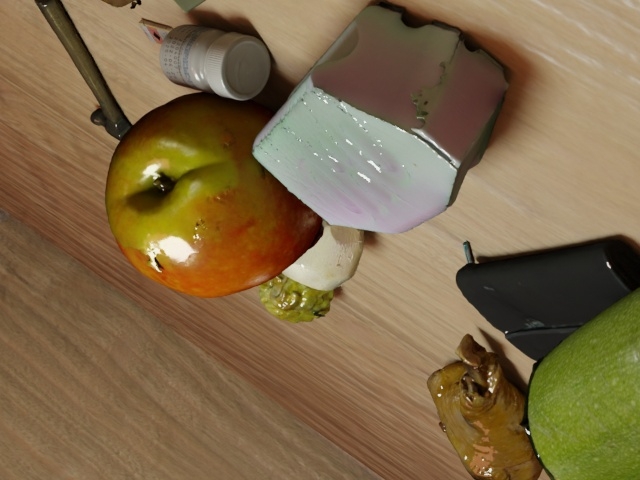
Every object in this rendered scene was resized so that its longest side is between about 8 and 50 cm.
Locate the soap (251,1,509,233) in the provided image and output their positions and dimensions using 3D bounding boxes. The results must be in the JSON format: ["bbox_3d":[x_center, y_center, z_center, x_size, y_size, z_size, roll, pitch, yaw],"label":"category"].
[{"bbox_3d":[0.084,-0.150,1.566,0.261,0.156,0.446,41,160,-6],"label":"soap"}]

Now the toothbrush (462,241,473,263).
[{"bbox_3d":[0.255,0.048,1.924,0.014,0.011,0.167,33,162,32],"label":"toothbrush"}]

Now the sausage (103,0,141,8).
[{"bbox_3d":[-0.400,-0.472,1.783,0.317,0.117,0.125,31,172,27],"label":"sausage"}]

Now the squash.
[{"bbox_3d":[0.445,0.173,1.388,0.263,0.263,0.384,39,151,-1],"label":"squash"}]

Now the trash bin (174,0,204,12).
[{"bbox_3d":[-0.190,-0.385,1.705,0.061,0.043,0.092,46,156,-21],"label":"trash bin"}]

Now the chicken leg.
[{"bbox_3d":[0.304,0.315,2.256,0.295,0.182,0.409,43,166,44],"label":"chicken leg"}]

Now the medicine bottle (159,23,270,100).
[{"bbox_3d":[-0.169,-0.284,1.799,0.168,0.105,0.105,20,154,44],"label":"medicine bottle"}]

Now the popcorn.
[{"bbox_3d":[-0.045,0.111,2.441,0.174,0.142,0.173,9,138,8],"label":"popcorn"}]

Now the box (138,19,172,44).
[{"bbox_3d":[-0.277,-0.357,1.971,0.083,0.012,0.046,21,156,38],"label":"box"}]

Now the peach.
[{"bbox_3d":[-0.168,-0.068,1.891,0.370,0.370,0.370,34,161,14],"label":"peach"}]

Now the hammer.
[{"bbox_3d":[-0.479,-0.346,2.321,0.168,0.044,0.440,29,159,29],"label":"hammer"}]

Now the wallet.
[{"bbox_3d":[0.385,0.103,1.728,0.228,0.062,0.406,44,160,-13],"label":"wallet"}]

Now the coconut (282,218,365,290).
[{"bbox_3d":[0.003,0.001,2.076,0.161,0.162,0.161,23,-172,-3],"label":"coconut"}]
